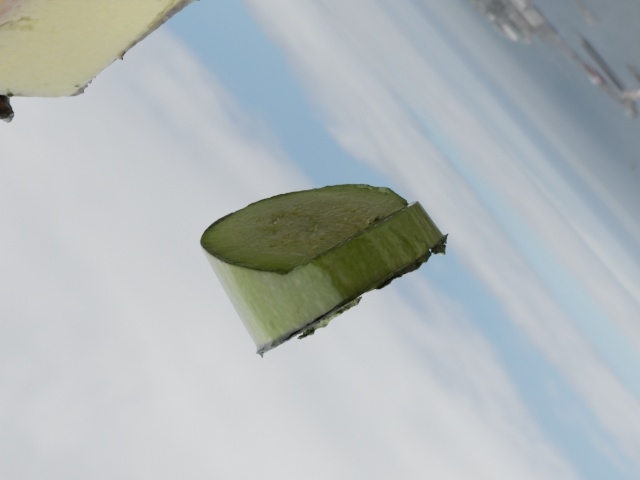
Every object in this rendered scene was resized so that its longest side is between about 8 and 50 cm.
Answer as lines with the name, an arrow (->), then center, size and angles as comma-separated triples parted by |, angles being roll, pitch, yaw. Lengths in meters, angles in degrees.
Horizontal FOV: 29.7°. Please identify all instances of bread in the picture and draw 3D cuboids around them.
bread -> -0.216, -0.141, 0.780 | 0.240, 0.135, 0.178 | 1, -162, -39

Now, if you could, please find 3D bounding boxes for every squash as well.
squash -> 0.010, 0.007, 1.141 | 0.220, 0.220, 0.133 | -53, -61, -79

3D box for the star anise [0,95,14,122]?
star anise -> -0.312, -0.149, 1.107 | 0.141, 0.141, 0.042 | 56, -170, 32
